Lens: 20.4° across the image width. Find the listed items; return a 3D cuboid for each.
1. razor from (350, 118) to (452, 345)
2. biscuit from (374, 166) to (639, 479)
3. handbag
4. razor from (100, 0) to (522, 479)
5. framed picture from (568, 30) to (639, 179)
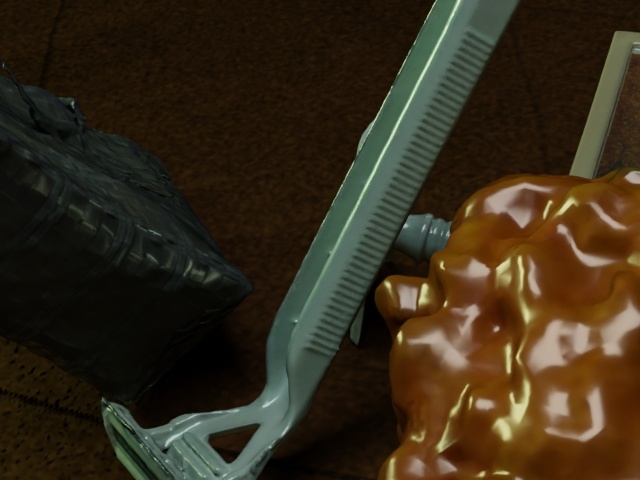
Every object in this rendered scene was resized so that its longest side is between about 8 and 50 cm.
[{"bbox_3d":[0.124,0.019,0.842,0.232,0.106,0.068,15,45,10],"label":"razor"},{"bbox_3d":[0.177,0.087,0.690,0.312,0.110,0.318,-5,57,6],"label":"biscuit"},{"bbox_3d":[-0.141,-0.034,0.837,0.088,0.270,0.175,-42,47,15],"label":"handbag"},{"bbox_3d":[0.008,0.004,0.781,0.278,0.056,0.111,-56,33,1],"label":"razor"},{"bbox_3d":[0.261,-0.043,0.935,0.250,0.016,0.184,9,44,17],"label":"framed picture"}]
